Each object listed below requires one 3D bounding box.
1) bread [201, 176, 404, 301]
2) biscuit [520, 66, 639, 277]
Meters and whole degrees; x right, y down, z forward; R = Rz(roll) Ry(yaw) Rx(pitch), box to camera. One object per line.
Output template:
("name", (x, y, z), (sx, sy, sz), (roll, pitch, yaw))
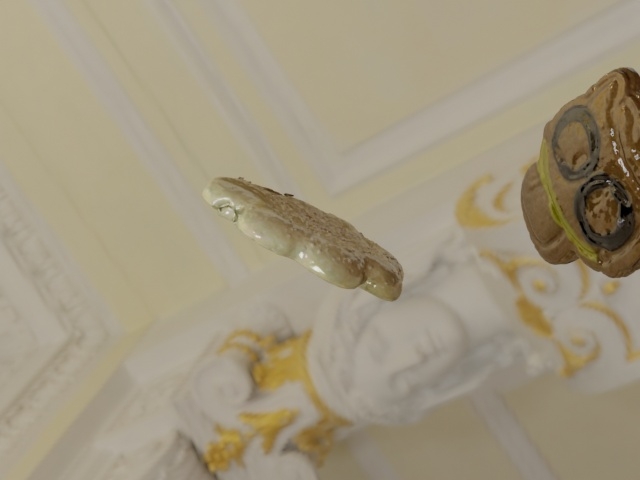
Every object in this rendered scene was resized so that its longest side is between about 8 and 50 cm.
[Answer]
("bread", (0.000, 0.000, 1.426), (0.250, 0.039, 0.182), (19, -167, -48))
("biscuit", (0.316, -0.067, 1.516), (0.041, 0.290, 0.208), (-6, -111, -33))
